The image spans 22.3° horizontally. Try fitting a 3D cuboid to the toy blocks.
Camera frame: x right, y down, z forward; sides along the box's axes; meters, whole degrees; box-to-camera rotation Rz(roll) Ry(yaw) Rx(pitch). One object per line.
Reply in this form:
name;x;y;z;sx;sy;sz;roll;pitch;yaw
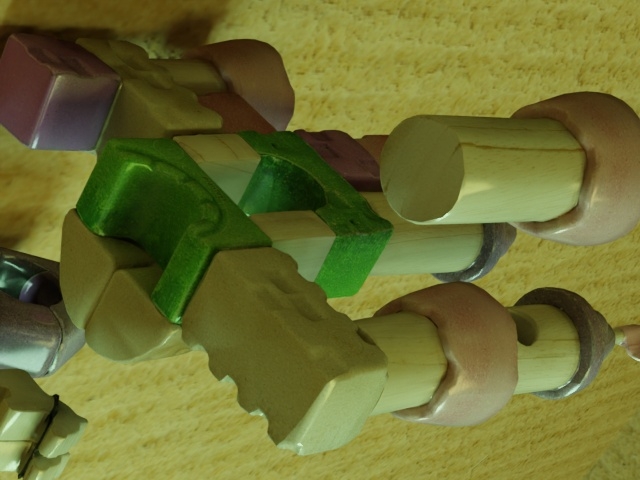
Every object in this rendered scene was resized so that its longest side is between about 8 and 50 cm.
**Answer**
toy blocks;0.000;0.000;0.802;0.260;0.288;0.309;-3;129;-49
